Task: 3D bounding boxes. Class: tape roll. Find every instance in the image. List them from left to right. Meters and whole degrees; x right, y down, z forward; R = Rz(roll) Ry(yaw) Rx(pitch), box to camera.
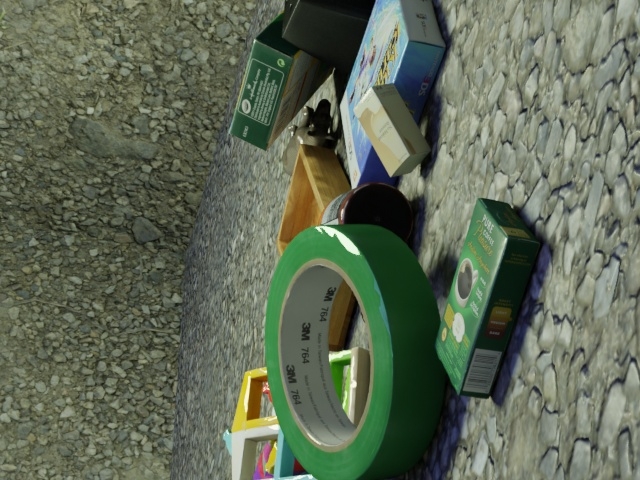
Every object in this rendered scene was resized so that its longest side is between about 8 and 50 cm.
[{"bbox_3d":[0.034,0.140,1.478,0.321,0.077,0.321,3,93,60],"label":"tape roll"}]

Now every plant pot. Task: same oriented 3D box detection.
[{"bbox_3d":[0.034,-0.398,1.941,0.188,0.167,0.187,127,149,-63],"label":"plant pot"}]

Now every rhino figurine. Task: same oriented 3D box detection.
[{"bbox_3d":[-0.016,-0.193,2.231,0.243,0.073,0.106,131,151,-65],"label":"rhino figurine"}]

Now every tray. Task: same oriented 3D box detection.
[{"bbox_3d":[0.000,0.000,2.005,0.411,0.076,0.203,-107,28,-66],"label":"tray"}]

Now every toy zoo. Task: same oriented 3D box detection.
[{"bbox_3d":[-0.046,0.274,1.760,0.293,0.030,0.192,-17,59,43],"label":"toy zoo"}]

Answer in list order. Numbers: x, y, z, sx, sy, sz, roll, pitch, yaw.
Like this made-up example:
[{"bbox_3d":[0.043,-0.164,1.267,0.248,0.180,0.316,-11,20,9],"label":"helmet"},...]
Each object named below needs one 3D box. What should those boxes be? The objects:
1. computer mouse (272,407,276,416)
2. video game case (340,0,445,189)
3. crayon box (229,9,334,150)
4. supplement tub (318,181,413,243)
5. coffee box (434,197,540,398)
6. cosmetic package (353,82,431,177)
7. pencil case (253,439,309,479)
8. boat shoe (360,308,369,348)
[{"bbox_3d":[-0.056,0.306,2.091,0.193,0.042,0.106,142,136,-72],"label":"computer mouse"},{"bbox_3d":[0.100,-0.238,1.760,0.244,0.061,0.269,-97,21,-51],"label":"video game case"},{"bbox_3d":[-0.045,-0.329,2.141,0.323,0.083,0.203,-54,-12,-50],"label":"crayon box"},{"bbox_3d":[0.057,-0.020,1.681,0.198,0.106,0.106,158,121,-77],"label":"supplement tub"},{"bbox_3d":[0.171,0.060,1.240,0.113,0.040,0.184,-111,33,-67],"label":"coffee box"},{"bbox_3d":[0.097,-0.150,1.611,0.115,0.041,0.060,62,143,19],"label":"cosmetic package"},{"bbox_3d":[-0.048,0.350,1.892,0.104,0.104,0.236,-94,18,-47],"label":"pencil case"},{"bbox_3d":[0.085,0.085,1.570,0.178,0.060,0.064,-94,18,-49],"label":"boat shoe"}]
